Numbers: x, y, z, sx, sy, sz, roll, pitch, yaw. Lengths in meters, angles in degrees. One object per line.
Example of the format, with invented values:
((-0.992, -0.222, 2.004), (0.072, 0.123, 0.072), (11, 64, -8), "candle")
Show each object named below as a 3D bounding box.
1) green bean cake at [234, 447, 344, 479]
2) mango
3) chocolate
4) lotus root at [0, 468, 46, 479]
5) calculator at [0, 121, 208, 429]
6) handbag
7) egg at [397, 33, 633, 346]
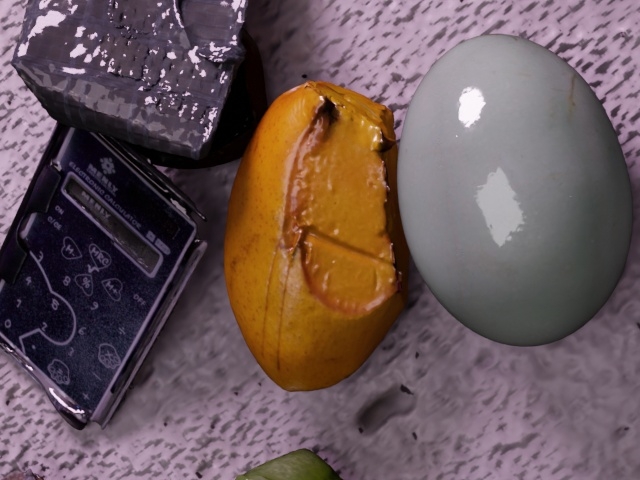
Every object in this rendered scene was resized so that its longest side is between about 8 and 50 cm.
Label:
((-0.015, 0.308, 1.327), (0.248, 0.125, 0.222), (42, 108, 14), "green bean cake")
((0.000, 0.000, 1.302), (0.154, 0.126, 0.252), (12, 106, 11), "mango")
((-0.087, -0.121, 1.351), (0.125, 0.080, 0.149), (25, 95, 24), "chocolate")
((-0.332, 0.332, 1.477), (0.329, 0.078, 0.167), (-42, 41, 16), "lotus root")
((-0.195, 0.029, 1.391), (0.165, 0.028, 0.274), (42, 129, 14), "calculator")
((-0.132, -0.191, 1.291), (0.175, 0.089, 0.270), (5, 71, 15), "handbag")
((0.140, -0.037, 1.216), (0.168, 0.168, 0.231), (-13, 84, 23), "egg")
